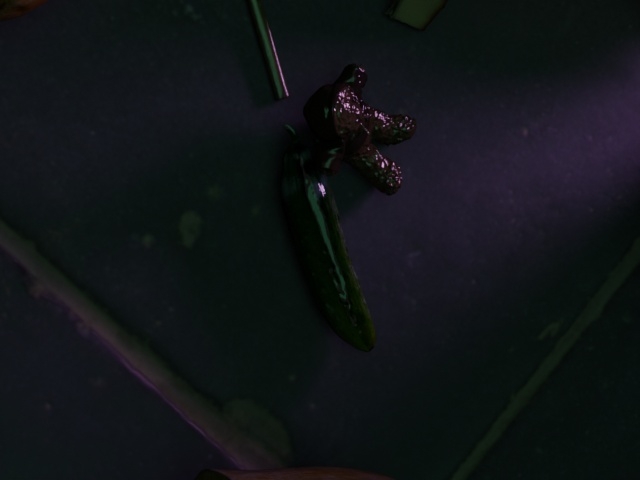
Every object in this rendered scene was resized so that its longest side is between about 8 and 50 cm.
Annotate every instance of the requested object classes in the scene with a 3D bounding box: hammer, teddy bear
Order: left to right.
[{"bbox_3d":[-0.066,-0.232,1.636,0.062,0.017,0.182,-17,95,-17],"label":"hammer"},{"bbox_3d":[0.028,-0.116,1.630,0.160,0.078,0.119,31,75,-54],"label":"teddy bear"}]

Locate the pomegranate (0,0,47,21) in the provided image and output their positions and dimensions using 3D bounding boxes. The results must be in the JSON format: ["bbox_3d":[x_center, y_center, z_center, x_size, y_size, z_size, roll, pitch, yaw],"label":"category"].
[{"bbox_3d":[-0.308,-0.320,1.446,0.248,0.248,0.248,0,89,-18],"label":"pomegranate"}]

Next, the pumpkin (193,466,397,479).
[{"bbox_3d":[0.004,0.362,1.487,0.199,0.332,0.332,-4,90,-20],"label":"pumpkin"}]

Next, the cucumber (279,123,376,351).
[{"bbox_3d":[0.000,0.000,1.635,0.056,0.056,0.250,-19,95,-17],"label":"cucumber"}]

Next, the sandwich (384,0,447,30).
[{"bbox_3d":[0.138,-0.338,1.668,0.058,0.193,0.162,22,46,-13],"label":"sandwich"}]
